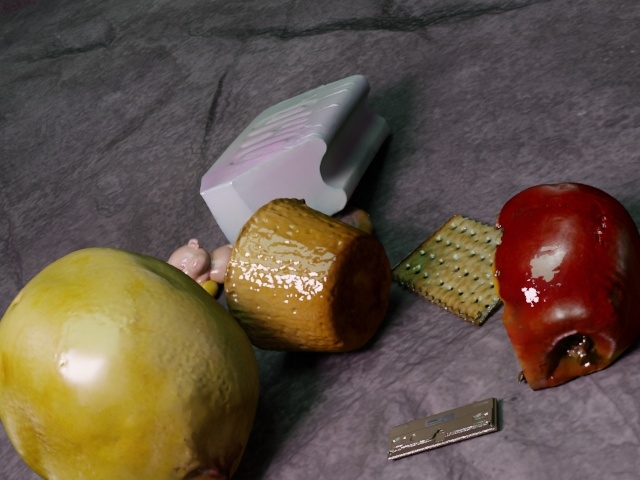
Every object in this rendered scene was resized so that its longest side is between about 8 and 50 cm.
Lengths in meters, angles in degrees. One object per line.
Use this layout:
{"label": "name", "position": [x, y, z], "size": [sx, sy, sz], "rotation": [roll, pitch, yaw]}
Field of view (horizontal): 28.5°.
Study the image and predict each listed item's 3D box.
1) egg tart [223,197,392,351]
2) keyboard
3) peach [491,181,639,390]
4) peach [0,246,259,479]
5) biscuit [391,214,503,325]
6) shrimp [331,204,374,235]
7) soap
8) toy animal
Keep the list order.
{"label": "egg tart", "position": [-0.004, 0.049, 1.575], "size": [0.147, 0.202, 0.202], "rotation": [8, 47, 35]}
{"label": "keyboard", "position": [0.133, 0.206, 1.381], "size": [0.129, 0.015, 0.049], "rotation": [-20, 27, 20]}
{"label": "peach", "position": [0.281, 0.016, 1.400], "size": [0.154, 0.158, 0.267], "rotation": [-11, 34, 22]}
{"label": "peach", "position": [-0.227, 0.165, 1.503], "size": [0.316, 0.314, 0.281], "rotation": [8, 27, 43]}
{"label": "biscuit", "position": [0.184, 0.030, 1.591], "size": [0.144, 0.016, 0.203], "rotation": [-41, 30, -15]}
{"label": "shrimp", "position": [-0.001, -0.003, 1.776], "size": [0.132, 0.051, 0.187], "rotation": [-43, 28, -16]}
{"label": "soap", "position": [-0.043, -0.111, 1.840], "size": [0.208, 0.115, 0.347], "rotation": [-19, 19, 25]}
{"label": "toy animal", "position": [-0.176, 0.040, 1.842], "size": [0.114, 0.082, 0.091], "rotation": [-25, 32, 9]}
